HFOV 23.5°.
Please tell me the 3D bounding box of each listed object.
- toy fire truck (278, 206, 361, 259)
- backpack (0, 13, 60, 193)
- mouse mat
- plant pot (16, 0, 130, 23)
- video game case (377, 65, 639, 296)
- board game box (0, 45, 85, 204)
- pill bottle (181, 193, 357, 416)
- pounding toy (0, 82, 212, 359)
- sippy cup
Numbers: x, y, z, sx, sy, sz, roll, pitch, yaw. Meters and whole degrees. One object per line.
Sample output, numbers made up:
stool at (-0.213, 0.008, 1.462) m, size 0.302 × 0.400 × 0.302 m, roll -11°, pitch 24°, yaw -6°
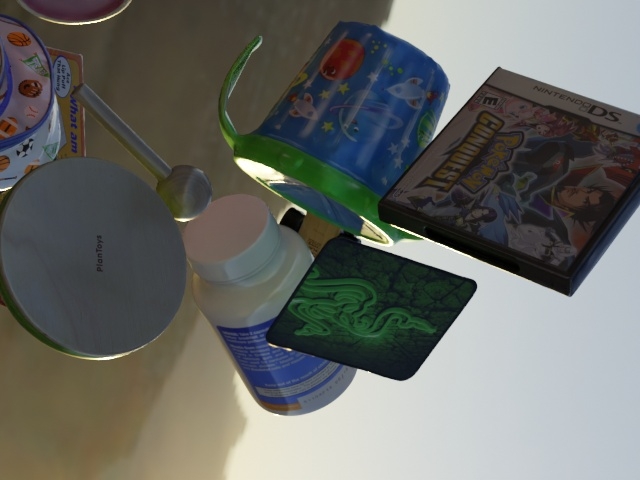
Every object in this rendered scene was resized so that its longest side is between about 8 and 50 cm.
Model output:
toy fire truck at (0.000, 0.000, 2.322) m, size 0.217 × 0.158 × 0.246 m, roll -67°, pitch 166°, yaw 6°
backpack at (-0.454, -0.172, 1.888) m, size 0.213 × 0.263 × 0.276 m, roll 112°, pitch -36°, yaw -58°
mouse mat at (0.054, 0.075, 1.612) m, size 0.152 × 0.190 × 0.007 m, roll -57°, pitch -150°, yaw 27°
plant pot at (-0.263, -0.340, 1.641) m, size 0.201 × 0.201 × 0.180 m, roll 112°, pitch -24°, yaw -60°
video game case at (0.242, -0.076, 1.762) m, size 0.275 × 0.248 × 0.035 m, roll -48°, pitch 147°, yaw -32°
board game box at (-0.625, -0.132, 2.481) m, size 0.356 × 0.356 × 0.356 m, roll 5°, pitch 81°, yaw -62°
pill bottle at (-0.064, 0.076, 1.858) m, size 0.152 × 0.152 × 0.272 m, roll -78°, pitch 153°, yaw -42°
pounding toy at (-0.217, 0.006, 1.396) m, size 0.110 × 0.183 × 0.237 m, roll -28°, pitch -147°, yaw 51°
sippy cup at (0.044, -0.143, 1.925) m, size 0.240 × 0.305 × 0.224 m, roll 22°, pitch -99°, yaw 49°
